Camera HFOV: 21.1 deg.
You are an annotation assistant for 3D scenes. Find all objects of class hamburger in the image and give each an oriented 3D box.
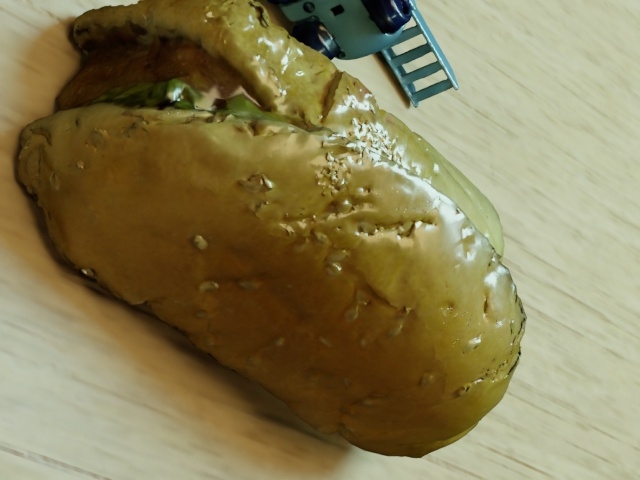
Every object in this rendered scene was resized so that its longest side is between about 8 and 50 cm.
[{"bbox_3d":[0.000,0.000,0.766,0.262,0.131,0.124,37,56,-30],"label":"hamburger"}]

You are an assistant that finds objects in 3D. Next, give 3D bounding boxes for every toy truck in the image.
[{"bbox_3d":[0.023,-0.114,0.872,0.136,0.063,0.074,58,26,-24],"label":"toy truck"}]
